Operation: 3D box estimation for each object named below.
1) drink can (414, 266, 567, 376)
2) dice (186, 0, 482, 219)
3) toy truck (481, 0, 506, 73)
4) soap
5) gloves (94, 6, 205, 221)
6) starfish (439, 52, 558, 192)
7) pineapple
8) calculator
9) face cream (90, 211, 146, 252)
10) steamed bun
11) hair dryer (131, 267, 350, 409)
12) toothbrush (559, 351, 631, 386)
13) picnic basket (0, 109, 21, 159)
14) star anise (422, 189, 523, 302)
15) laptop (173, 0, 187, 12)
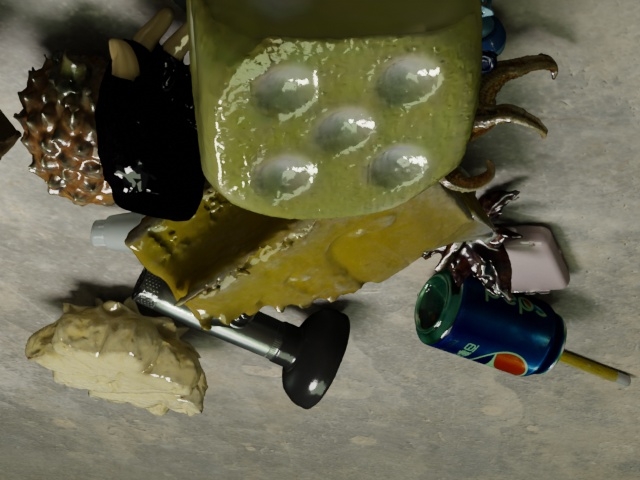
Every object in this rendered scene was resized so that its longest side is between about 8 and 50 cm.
[{"bbox_3d":[0.239,0.117,1.815,0.205,0.118,0.118,19,151,-22],"label":"drink can"},{"bbox_3d":[0.003,-0.172,1.127,0.233,0.238,0.227,-4,141,-7],"label":"dice"},{"bbox_3d":[0.116,-0.203,1.290,0.136,0.063,0.074,-10,128,21],"label":"toy truck"},{"bbox_3d":[0.000,0.000,1.470,0.338,0.169,0.304,-33,146,13],"label":"soap"},{"bbox_3d":[-0.166,-0.137,1.329,0.124,0.203,0.164,-7,163,32],"label":"gloves"},{"bbox_3d":[0.174,-0.135,1.317,0.074,0.190,0.146,35,119,-13],"label":"starfish"},{"bbox_3d":[-0.262,-0.137,1.425,0.166,0.166,0.193,5,141,5],"label":"pineapple"},{"bbox_3d":[0.272,0.026,1.719,0.100,0.032,0.175,-4,150,22],"label":"calculator"},{"bbox_3d":[-0.189,-0.012,1.697,0.251,0.101,0.101,-1,151,17],"label":"face cream"},{"bbox_3d":[-0.311,0.170,2.050,0.295,0.137,0.292,17,157,0],"label":"steamed bun"},{"bbox_3d":[-0.096,0.145,1.838,0.320,0.156,0.284,24,-173,-24],"label":"hair dryer"},{"bbox_3d":[0.370,0.179,2.003,0.288,0.021,0.024,22,161,-24],"label":"toothbrush"},{"bbox_3d":[-0.525,-0.115,1.364,0.321,0.254,0.291,-24,106,36],"label":"picnic basket"},{"bbox_3d":[0.192,0.010,1.649,0.212,0.053,0.157,-12,118,37],"label":"star anise"},{"bbox_3d":[-0.140,-0.270,1.236,0.129,0.016,0.180,14,162,39],"label":"laptop"}]
